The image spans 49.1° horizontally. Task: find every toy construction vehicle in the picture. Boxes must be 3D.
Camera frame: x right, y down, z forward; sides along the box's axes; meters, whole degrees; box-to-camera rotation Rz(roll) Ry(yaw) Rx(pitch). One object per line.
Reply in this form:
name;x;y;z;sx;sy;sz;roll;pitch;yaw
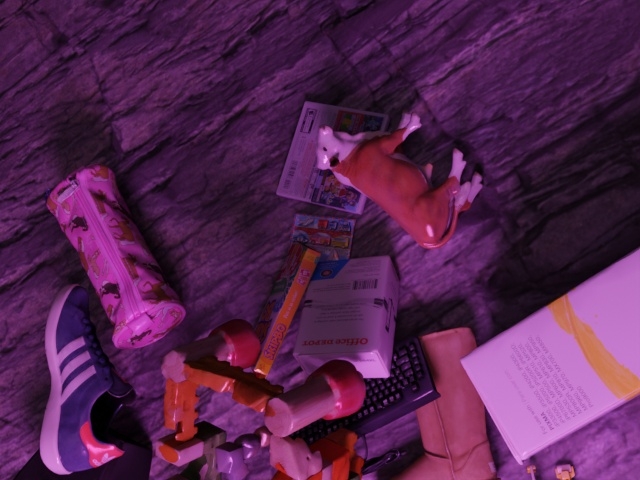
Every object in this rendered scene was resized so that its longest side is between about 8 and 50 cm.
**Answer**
toy construction vehicle;0.368;0.399;1.091;0.086;0.035;0.098;-9;60;15

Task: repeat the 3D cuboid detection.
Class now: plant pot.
plant pot;-0.431;0.443;1.333;0.187;0.188;0.167;19;71;24

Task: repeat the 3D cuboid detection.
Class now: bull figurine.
bull figurine;0.138;-0.128;1.264;0.310;0.101;0.188;44;95;9

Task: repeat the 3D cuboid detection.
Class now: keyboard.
keyboard;0.062;0.309;1.188;0.317;0.033;0.201;-35;53;25

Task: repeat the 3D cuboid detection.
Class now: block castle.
block castle;-0.092;0.378;1.110;0.303;0.213;0.453;15;105;35

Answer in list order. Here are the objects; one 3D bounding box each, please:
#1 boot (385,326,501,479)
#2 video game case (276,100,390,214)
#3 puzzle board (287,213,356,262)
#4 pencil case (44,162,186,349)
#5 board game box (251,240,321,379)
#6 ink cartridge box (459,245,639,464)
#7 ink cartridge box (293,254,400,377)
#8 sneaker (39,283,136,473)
boot;0.173;0.303;1.181;0.236;0.089;0.269;-15;70;15
video game case;0.024;-0.164;1.370;0.183;0.023;0.201;14;83;23
puzzle board;0.000;0.000;1.349;0.128;0.011;0.096;7;80;23
pencil case;-0.413;0.032;1.411;0.160;0.167;0.386;-44;68;29
board game box;-0.076;0.130;1.288;0.039;0.124;0.259;21;91;-15
ink cartridge box;0.418;0.146;1.008;0.385;0.279;0.160;-35;68;10
ink cartridge box;0.050;0.133;1.212;0.148;0.086;0.203;-5;47;21
sneaker;-0.415;0.242;1.290;0.148;0.131;0.350;-9;67;3
